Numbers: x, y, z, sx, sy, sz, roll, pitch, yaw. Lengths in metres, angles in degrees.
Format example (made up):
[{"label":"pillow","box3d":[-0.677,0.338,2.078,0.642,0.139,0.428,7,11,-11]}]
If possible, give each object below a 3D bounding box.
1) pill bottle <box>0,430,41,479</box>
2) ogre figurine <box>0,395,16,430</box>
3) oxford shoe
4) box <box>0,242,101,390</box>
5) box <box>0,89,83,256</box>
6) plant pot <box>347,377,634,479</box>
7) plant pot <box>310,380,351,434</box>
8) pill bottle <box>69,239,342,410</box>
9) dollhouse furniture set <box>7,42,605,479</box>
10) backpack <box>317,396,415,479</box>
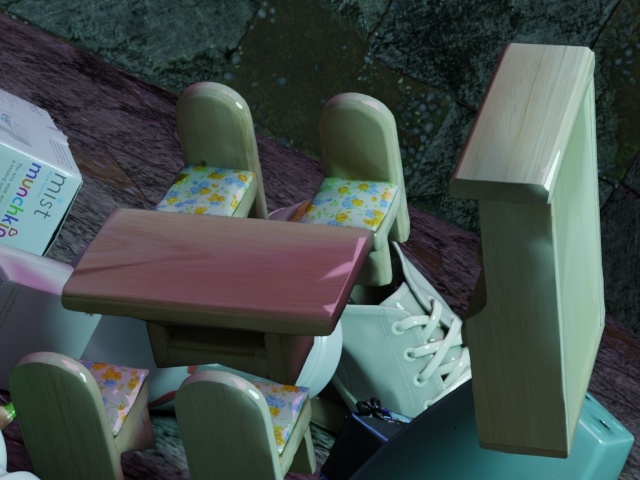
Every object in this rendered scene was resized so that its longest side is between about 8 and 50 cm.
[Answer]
[{"label":"pill bottle","box3d":[-0.277,0.127,1.015,0.265,0.153,0.153,33,10,20]},{"label":"ogre figurine","box3d":[-0.284,0.112,1.272,0.118,0.097,0.197,47,24,-6]},{"label":"oxford shoe","box3d":[0.104,0.128,1.865,0.449,0.130,0.169,48,54,3]},{"label":"box","box3d":[-0.258,0.068,1.516,0.102,0.101,0.087,20,14,-38]},{"label":"box","box3d":[-0.398,-0.103,1.906,0.231,0.127,0.262,26,10,-25]},{"label":"plant pot","box3d":[0.131,0.211,1.451,0.165,0.234,0.166,44,14,20]},{"label":"plant pot","box3d":[0.007,0.121,1.997,0.237,0.109,0.237,29,9,-5]},{"label":"pill bottle","box3d":[-0.108,0.084,1.694,0.161,0.161,0.283,35,11,30]},{"label":"dollhouse furniture set","box3d":[0.000,0.000,1.334,0.394,0.256,0.362,5,39,18]},{"label":"backpack","box3d":[0.102,0.235,1.663,0.158,0.117,0.173,37,13,38]}]
